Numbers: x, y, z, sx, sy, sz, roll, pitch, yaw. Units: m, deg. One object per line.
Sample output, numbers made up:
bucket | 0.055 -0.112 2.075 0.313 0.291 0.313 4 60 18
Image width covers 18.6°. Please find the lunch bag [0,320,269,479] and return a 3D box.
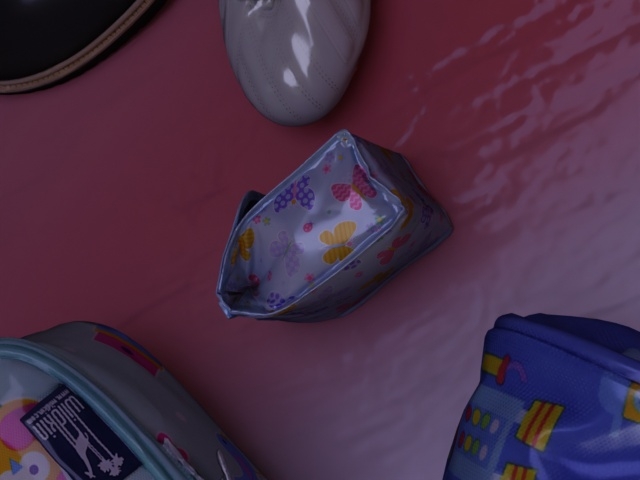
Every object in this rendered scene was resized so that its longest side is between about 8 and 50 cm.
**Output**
lunch bag | -0.120 0.182 0.754 0.279 0.108 0.224 -44 81 9

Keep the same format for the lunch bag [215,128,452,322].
lunch bag | 0.000 0.000 0.764 0.083 0.071 0.053 -41 73 13

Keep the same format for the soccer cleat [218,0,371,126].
soccer cleat | -0.016 -0.145 0.783 0.068 0.076 0.196 1 85 21

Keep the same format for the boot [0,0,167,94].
boot | -0.173 -0.102 0.807 0.198 0.137 0.077 -18 78 18

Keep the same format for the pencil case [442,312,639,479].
pencil case | 0.079 0.181 0.686 0.133 0.119 0.306 17 90 15
